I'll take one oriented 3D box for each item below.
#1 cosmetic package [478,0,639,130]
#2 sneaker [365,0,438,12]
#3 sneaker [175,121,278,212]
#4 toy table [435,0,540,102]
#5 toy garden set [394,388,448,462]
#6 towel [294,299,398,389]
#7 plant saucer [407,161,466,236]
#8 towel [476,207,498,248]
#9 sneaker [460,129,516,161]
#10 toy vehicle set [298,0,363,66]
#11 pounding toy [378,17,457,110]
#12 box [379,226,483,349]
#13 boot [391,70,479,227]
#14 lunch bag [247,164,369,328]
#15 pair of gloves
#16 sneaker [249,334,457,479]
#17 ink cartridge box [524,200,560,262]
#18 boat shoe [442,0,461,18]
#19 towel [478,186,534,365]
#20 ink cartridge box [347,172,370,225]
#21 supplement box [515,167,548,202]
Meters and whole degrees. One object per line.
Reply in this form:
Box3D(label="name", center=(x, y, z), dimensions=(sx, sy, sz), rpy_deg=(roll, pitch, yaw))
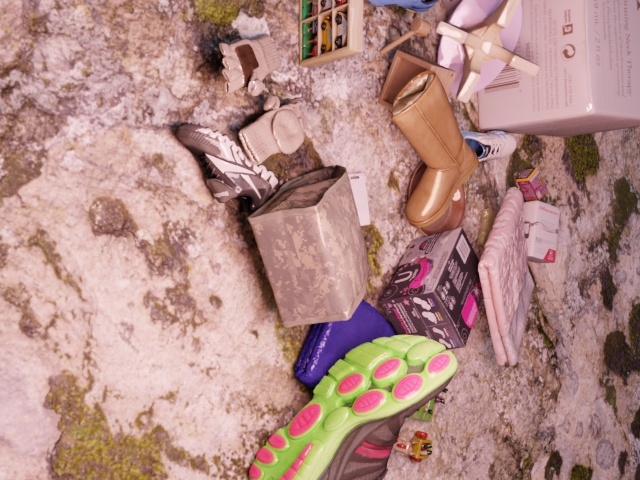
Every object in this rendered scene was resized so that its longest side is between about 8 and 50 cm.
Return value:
Box3D(label="cosmetic package", center=(0.645, -0.450, 1.935), dimensions=(0.393, 0.327, 0.330), rpy_deg=(-4, 91, -40))
Box3D(label="sneaker", center=(0.185, -0.567, 1.727), dimensions=(0.209, 0.082, 0.069), rpy_deg=(-2, 92, -37))
Box3D(label="sneaker", center=(-0.182, -0.129, 1.424), dimensions=(0.234, 0.078, 0.106), rpy_deg=(35, 66, -35))
Box3D(label="toy table", center=(0.375, -0.457, 1.752), dimensions=(0.252, 0.161, 0.274), rpy_deg=(11, 112, -4))
Box3D(label="toy garden set", center=(0.222, 0.393, 1.689), dimensions=(0.244, 0.049, 0.204), rpy_deg=(32, 72, -62))
Box3D(label="towel", center=(0.087, 0.261, 1.639), dimensions=(0.308, 0.076, 0.228), rpy_deg=(39, 63, -33))
Box3D(label="plant saucer", center=(0.271, -0.099, 1.812), dimensions=(0.198, 0.036, 0.199), rpy_deg=(0, 90, -39))
Box3D(label="towel", center=(0.460, -0.015, 1.968), dimensions=(0.148, 0.027, 0.110), rpy_deg=(20, 77, -38))
Box3D(label="sneaker", center=(0.404, -0.227, 1.880), dimensions=(0.237, 0.086, 0.085), rpy_deg=(-5, 125, -34))
Box3D(label="toy vehicle set", center=(0.019, -0.499, 1.537), dimensions=(0.035, 0.166, 0.267), rpy_deg=(1, 88, -39))
Box3D(label="pounding toy", center=(0.216, -0.386, 1.698), dimensions=(0.094, 0.181, 0.206), rpy_deg=(5, 113, -38))
Box3D(label="box", center=(0.256, 0.110, 1.690), dimensions=(0.163, 0.142, 0.247), rpy_deg=(59, 37, -21))
Box3D(label="boot", center=(0.217, -0.191, 1.638), dimensions=(0.236, 0.089, 0.269), rpy_deg=(-52, 134, -11))
Box3D(label="lunch bag", center=(0.000, 0.000, 1.503), dimensions=(0.287, 0.168, 0.235), rpy_deg=(-49, 126, -61))
Box3D(label="pair of gloves", center=(-0.106, -0.278, 1.467), dimensions=(0.204, 0.042, 0.240), rpy_deg=(-32, 106, -55))
Box3D(label="sneaker", center=(0.072, 0.370, 1.504), dimensions=(0.482, 0.185, 0.202), rpy_deg=(-41, 135, 4))
Box3D(label="ink cartridge box", center=(0.583, -0.022, 2.042), dimensions=(0.109, 0.063, 0.151), rpy_deg=(14, 80, -37))
Box3D(label="boat shoe", center=(0.345, -0.599, 1.852), dimensions=(0.088, 0.096, 0.268), rpy_deg=(-43, 106, -26))
Box3D(label="towel", center=(0.459, 0.085, 1.840), dimensions=(0.332, 0.053, 0.317), rpy_deg=(-57, 138, -49))
Box3D(label="ink cartridge box", center=(0.072, -0.088, 1.658), dimensions=(0.062, 0.029, 0.115), rpy_deg=(-8, 93, -38))
Box3D(label="supplement box", center=(0.572, -0.148, 2.049), dimensions=(0.055, 0.043, 0.083), rpy_deg=(-44, 114, -31))
